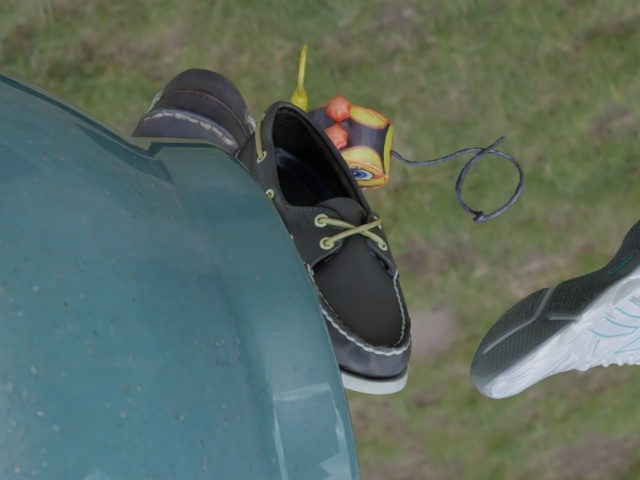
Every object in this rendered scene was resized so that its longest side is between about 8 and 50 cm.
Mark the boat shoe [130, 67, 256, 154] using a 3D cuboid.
[{"bbox_3d":[-0.085,-0.008,1.360,0.132,0.130,0.355,20,156,3],"label":"boat shoe"}]

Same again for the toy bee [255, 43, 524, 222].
[{"bbox_3d":[0.003,-0.089,1.570,0.298,0.195,0.162,-20,156,13],"label":"toy bee"}]

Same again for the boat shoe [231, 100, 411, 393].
[{"bbox_3d":[0.000,0.000,1.069,0.081,0.227,0.068,5,124,-29],"label":"boat shoe"}]

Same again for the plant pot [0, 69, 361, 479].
[{"bbox_3d":[-0.108,0.071,0.487,0.196,0.293,0.293,-10,148,-21],"label":"plant pot"}]

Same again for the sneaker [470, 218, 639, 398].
[{"bbox_3d":[0.144,0.041,0.870,0.152,0.054,0.061,-31,111,-12],"label":"sneaker"}]
